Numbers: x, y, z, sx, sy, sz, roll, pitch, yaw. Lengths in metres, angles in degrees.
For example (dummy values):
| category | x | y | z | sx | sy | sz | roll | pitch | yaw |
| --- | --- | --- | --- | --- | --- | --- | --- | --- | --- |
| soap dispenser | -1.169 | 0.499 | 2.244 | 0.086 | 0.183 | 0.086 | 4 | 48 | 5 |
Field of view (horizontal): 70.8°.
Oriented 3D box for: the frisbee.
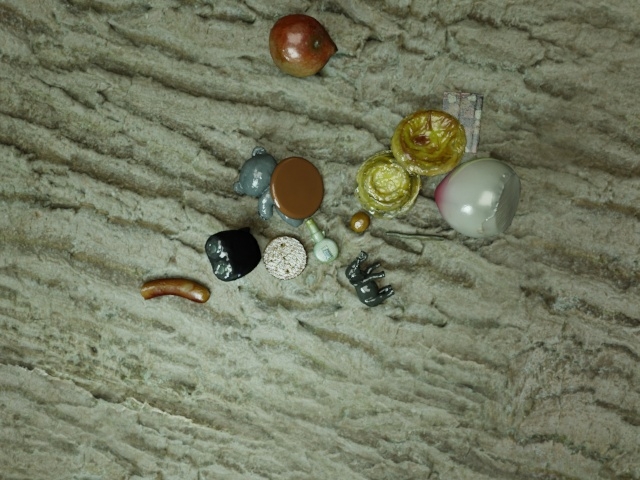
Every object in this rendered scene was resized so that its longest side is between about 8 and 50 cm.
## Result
| category | x | y | z | sx | sy | sz | roll | pitch | yaw |
| --- | --- | --- | --- | --- | --- | --- | --- | --- | --- |
| frisbee | -0.087 | -0.205 | 1.766 | 0.251 | 0.021 | 0.250 | 2 | 87 | -35 |

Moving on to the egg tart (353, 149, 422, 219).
| category | x | y | z | sx | sy | sz | roll | pitch | yaw |
| --- | --- | --- | --- | --- | --- | --- | --- | --- | --- |
| egg tart | 0.264 | -0.222 | 1.778 | 0.279 | 0.095 | 0.278 | 0 | 93 | 6 |

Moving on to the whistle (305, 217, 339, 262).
| category | x | y | z | sx | sy | sz | roll | pitch | yaw |
| --- | --- | --- | --- | --- | --- | --- | --- | --- | --- |
| whistle | 0.000 | 0.000 | 1.833 | 0.104 | 0.057 | 0.198 | -29 | 93 | 5 |

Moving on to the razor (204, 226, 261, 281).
| category | x | y | z | sx | sy | sz | roll | pitch | yaw |
| --- | --- | --- | --- | --- | --- | --- | --- | --- | --- |
| razor | -0.321 | 0.046 | 1.731 | 0.107 | 0.327 | 0.189 | -20 | 93 | 12 |

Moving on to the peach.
| category | x | y | z | sx | sy | sz | roll | pitch | yaw |
| --- | --- | --- | --- | --- | --- | --- | --- | --- | --- |
| peach | -0.061 | -0.735 | 1.700 | 0.257 | 0.232 | 0.232 | 3 | 95 | 14 |

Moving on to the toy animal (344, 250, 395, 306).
| category | x | y | z | sx | sy | sz | roll | pitch | yaw |
| --- | --- | --- | --- | --- | --- | --- | --- | --- | --- |
| toy animal | 0.192 | 0.161 | 1.802 | 0.146 | 0.114 | 0.245 | -26 | 92 | 5 |

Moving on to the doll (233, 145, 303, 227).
| category | x | y | z | sx | sy | sz | roll | pitch | yaw |
| --- | --- | --- | --- | --- | --- | --- | --- | --- | --- |
| doll | -0.185 | -0.198 | 1.806 | 0.340 | 0.158 | 0.245 | 37 | 85 | -27 |

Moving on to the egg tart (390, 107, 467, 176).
| category | x | y | z | sx | sy | sz | roll | pitch | yaw |
| --- | --- | --- | --- | --- | --- | --- | --- | --- | --- |
| egg tart | 0.410 | -0.365 | 1.722 | 0.295 | 0.116 | 0.294 | 0 | 75 | 1 |

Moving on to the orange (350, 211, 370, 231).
| category | x | y | z | sx | sy | sz | roll | pitch | yaw |
| --- | --- | --- | --- | --- | --- | --- | --- | --- | --- |
| orange | 0.159 | -0.073 | 1.807 | 0.085 | 0.085 | 0.085 | 0 | 94 | 4 |

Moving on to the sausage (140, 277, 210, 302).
| category | x | y | z | sx | sy | sz | roll | pitch | yaw |
| --- | --- | --- | --- | --- | --- | --- | --- | --- | --- |
| sausage | -0.613 | 0.208 | 1.889 | 0.302 | 0.076 | 0.102 | 1 | 102 | 6 |

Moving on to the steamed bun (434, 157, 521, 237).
| category | x | y | z | sx | sy | sz | roll | pitch | yaw |
| --- | --- | --- | --- | --- | --- | --- | --- | --- | --- |
| steamed bun | 0.562 | -0.164 | 1.680 | 0.310 | 0.309 | 0.309 | 0 | 94 | 4 |

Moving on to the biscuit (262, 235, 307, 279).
| category | x | y | z | sx | sy | sz | roll | pitch | yaw |
| --- | --- | --- | --- | --- | --- | --- | --- | --- | --- |
| biscuit | -0.147 | 0.071 | 1.866 | 0.188 | 0.027 | 0.187 | 1 | 95 | 6 |

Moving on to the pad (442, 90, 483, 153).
| category | x | y | z | sx | sy | sz | roll | pitch | yaw |
| --- | --- | --- | --- | --- | --- | --- | --- | --- | --- |
| pad | 0.556 | -0.467 | 1.781 | 0.158 | 0.003 | 0.234 | 5 | 95 | 4 |

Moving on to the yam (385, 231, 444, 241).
| category | x | y | z | sx | sy | sz | roll | pitch | yaw |
| --- | --- | --- | --- | --- | --- | --- | --- | --- | --- |
| yam | 0.382 | -0.015 | 1.820 | 0.234 | 0.029 | 0.027 | 5 | 53 | 5 |
